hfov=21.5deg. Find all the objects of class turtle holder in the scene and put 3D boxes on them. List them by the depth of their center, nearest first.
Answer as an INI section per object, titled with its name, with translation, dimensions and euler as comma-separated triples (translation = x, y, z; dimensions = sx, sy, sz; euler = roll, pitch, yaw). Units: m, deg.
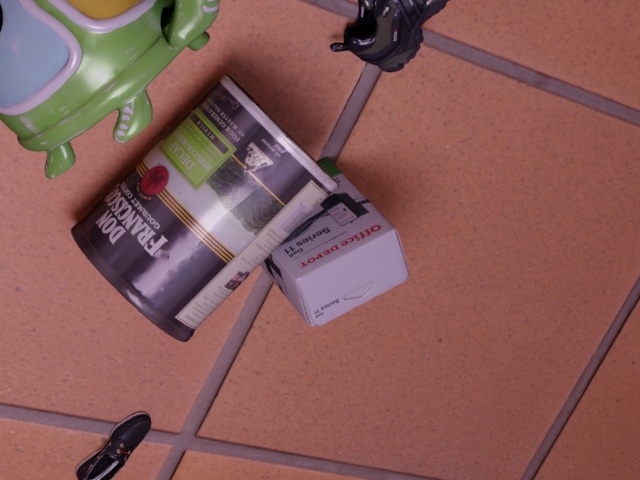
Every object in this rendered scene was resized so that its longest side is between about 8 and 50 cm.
[turtle holder]
translation = -0.261, -0.233, 1.836
dimensions = 0.227, 0.320, 0.243
euler = 50, 64, -19

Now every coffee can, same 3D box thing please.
[coffee can]
translation = -0.142, -0.041, 2.089
dimensions = 0.275, 0.201, 0.201
euler = -45, 131, 2

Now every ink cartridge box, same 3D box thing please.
[ink cartridge box]
translation = 0.000, 0.000, 2.191
dimensions = 0.153, 0.208, 0.087
euler = -28, 129, -13

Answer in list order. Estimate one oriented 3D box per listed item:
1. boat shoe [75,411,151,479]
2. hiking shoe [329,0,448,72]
[boat shoe]
translation = -0.281, 0.293, 2.329
dimensions = 0.133, 0.042, 0.049
euler = -44, 129, -1
[hiking shoe]
translation = 0.101, -0.320, 2.125
dimensions = 0.114, 0.086, 0.227
euler = 11, 114, -38
